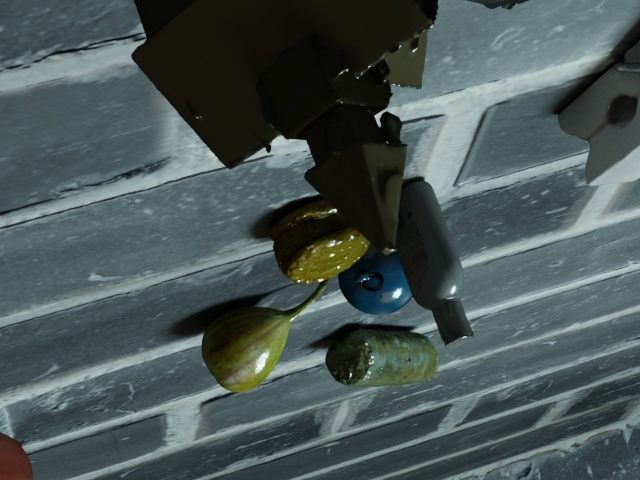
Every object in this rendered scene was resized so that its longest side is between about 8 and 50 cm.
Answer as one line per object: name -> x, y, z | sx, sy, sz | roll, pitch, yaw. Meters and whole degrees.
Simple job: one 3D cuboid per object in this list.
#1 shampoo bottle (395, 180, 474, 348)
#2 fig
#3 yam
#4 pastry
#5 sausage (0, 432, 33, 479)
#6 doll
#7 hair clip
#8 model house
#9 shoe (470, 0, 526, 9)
shampoo bottle -> 0.111, 0.027, 1.568 | 0.040, 0.165, 0.080 | -9, 159, -29
fig -> -0.069, 0.089, 1.744 | 0.166, 0.093, 0.093 | -56, 150, 14
yam -> 0.084, 0.152, 2.037 | 0.078, 0.078, 0.179 | -32, 159, 32
pastry -> 0.000, 0.000, 1.553 | 0.097, 0.057, 0.109 | -23, 162, 4
sausage -> -0.416, 0.275, 1.783 | 0.148, 0.148, 0.254 | -27, 162, 19
doll -> 0.072, 0.036, 1.698 | 0.114, 0.085, 0.152 | -17, 175, 28
hair clip -> 0.332, -0.156, 1.400 | 0.085, 0.101, 0.331 | -12, 162, -33
model house -> 0.012, -0.102, 0.981 | 0.181, 0.248, 0.176 | -31, 159, 34
shoe -> 0.143, -0.201, 1.122 | 0.169, 0.071, 0.099 | -8, 161, -22
